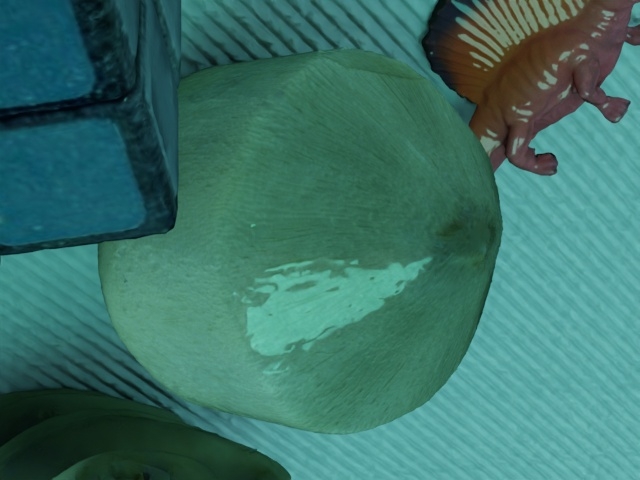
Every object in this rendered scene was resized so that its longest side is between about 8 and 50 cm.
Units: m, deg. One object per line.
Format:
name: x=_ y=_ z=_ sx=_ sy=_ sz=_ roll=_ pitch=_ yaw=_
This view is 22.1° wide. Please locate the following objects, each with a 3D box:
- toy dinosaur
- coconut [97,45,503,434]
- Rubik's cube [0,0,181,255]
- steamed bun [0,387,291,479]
toy dinosaur: x=0.112 y=-0.102 z=1.122 sx=0.139 sy=0.070 sz=0.286 roll=34 pitch=120 yaw=-27
coconut: x=0.000 y=0.000 z=1.025 sx=0.237 sy=0.237 sz=0.266 roll=24 pitch=165 yaw=-34
Rubik's cube: x=-0.250 y=-0.207 z=0.673 sx=0.337 sy=0.344 sz=0.344 roll=-8 pitch=139 yaw=5
steamed bun: x=-0.168 y=0.253 z=1.156 sx=0.339 sy=0.352 sz=0.247 roll=-11 pitch=144 yaw=-3
